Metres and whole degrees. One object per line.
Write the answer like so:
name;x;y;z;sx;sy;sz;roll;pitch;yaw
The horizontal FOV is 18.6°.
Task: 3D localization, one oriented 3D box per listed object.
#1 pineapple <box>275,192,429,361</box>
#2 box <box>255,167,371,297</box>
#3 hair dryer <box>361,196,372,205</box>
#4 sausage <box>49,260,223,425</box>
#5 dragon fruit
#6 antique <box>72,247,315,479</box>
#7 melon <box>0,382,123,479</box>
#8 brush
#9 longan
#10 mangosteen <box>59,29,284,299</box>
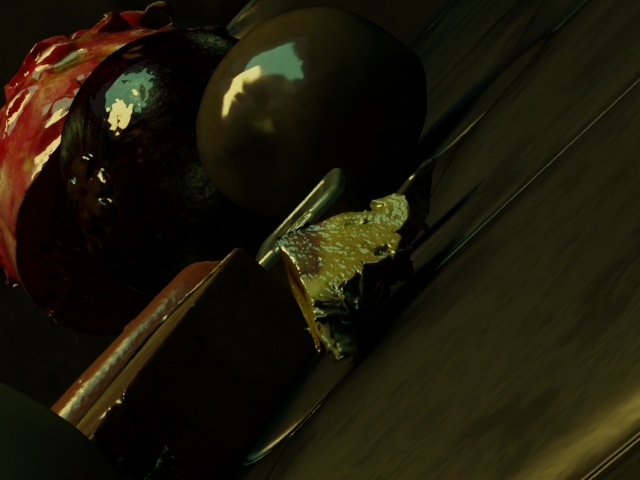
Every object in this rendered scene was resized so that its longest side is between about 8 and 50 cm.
pineapple;0.010;0.027;1.122;0.114;0.077;0.114;-49;17;23
box;0.003;0.003;1.400;0.089;0.062;0.122;-46;6;8
hair dryer;0.000;0.000;1.648;0.124;0.038;0.063;-43;2;-28
sausage;-0.152;0.147;1.362;0.348;0.097;0.094;-49;-2;-19
dragon fruit;-0.228;-0.090;2.207;0.371;0.249;0.386;-41;-38;-6
antique;-0.099;0.122;1.180;0.093;0.087;0.310;-43;6;32
melon;-0.168;0.152;0.734;0.223;0.223;0.317;-48;6;-10
brush;0.028;0.021;1.287;0.190;0.027;0.034;-53;-3;34
longan;-0.006;-0.111;1.701;0.212;0.198;0.198;-44;5;45
mangosteen;-0.118;-0.074;1.949;0.288;0.288;0.288;-47;5;5
